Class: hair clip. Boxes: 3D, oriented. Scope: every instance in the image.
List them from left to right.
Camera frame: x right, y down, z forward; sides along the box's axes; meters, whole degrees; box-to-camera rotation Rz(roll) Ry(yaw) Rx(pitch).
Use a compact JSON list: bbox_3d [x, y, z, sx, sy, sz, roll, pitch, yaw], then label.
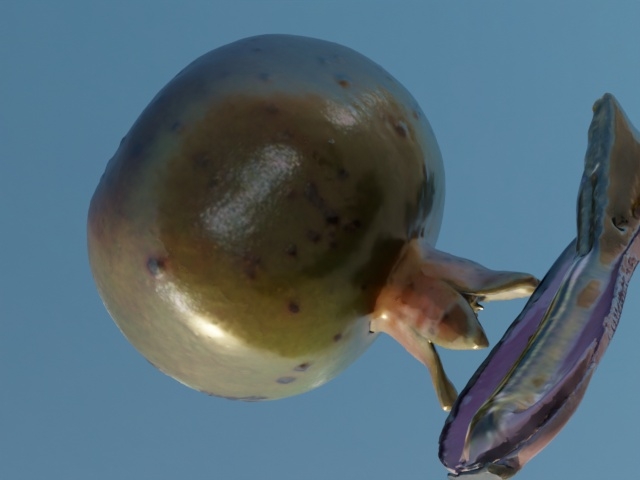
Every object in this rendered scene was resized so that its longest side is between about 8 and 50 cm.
[{"bbox_3d":[0.149,0.031,0.860,0.358,0.110,0.095,-55,-42,-45],"label":"hair clip"}]

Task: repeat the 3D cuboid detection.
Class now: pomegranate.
[{"bbox_3d":[-0.006,-0.001,1.098,0.323,0.291,0.290,28,-103,-3],"label":"pomegranate"}]
